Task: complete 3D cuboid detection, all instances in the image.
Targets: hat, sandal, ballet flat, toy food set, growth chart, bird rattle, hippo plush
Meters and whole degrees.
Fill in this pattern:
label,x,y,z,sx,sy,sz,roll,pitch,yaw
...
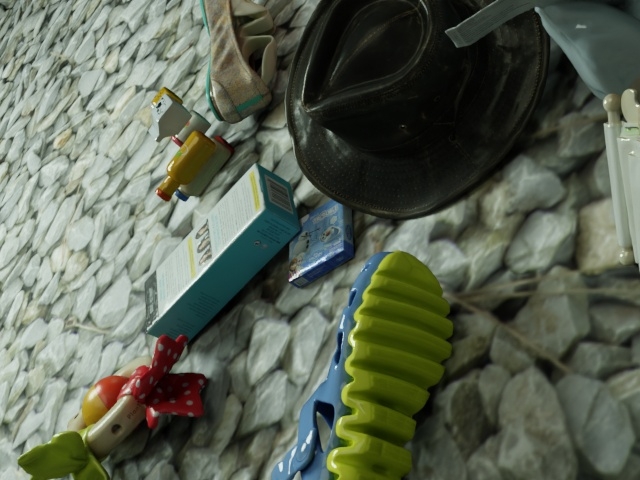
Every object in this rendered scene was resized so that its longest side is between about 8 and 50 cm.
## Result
label,x,y,z,sx,sy,sz,roll,pitch,yaw
hat,0.066,-0.180,1.031,0.331,0.134,0.331,0,91,32
sandal,0.030,0.155,0.923,0.138,0.126,0.317,-12,52,49
ballet flat,-0.119,-0.302,1.495,0.106,0.107,0.316,-20,51,13
toy food set,-0.206,-0.132,1.432,0.104,0.111,0.232,-50,38,7
growth chart,0.276,-0.020,0.731,0.021,0.172,0.237,-12,22,-10
bird rattle,-0.257,0.208,1.219,0.253,0.143,0.207,-54,19,-2
hippo plush,0.280,-0.267,0.936,0.294,0.234,0.236,-15,19,25

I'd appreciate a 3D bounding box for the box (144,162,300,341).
label,x,y,z,sx,sy,sz,roll,pitch,yaw
box,-0.131,0.023,1.246,0.244,0.060,0.100,-45,34,24

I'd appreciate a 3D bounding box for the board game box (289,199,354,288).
label,x,y,z,sx,sy,sz,roll,pitch,yaw
board game box,0.000,0.000,1.163,0.090,0.020,0.090,-32,41,31
